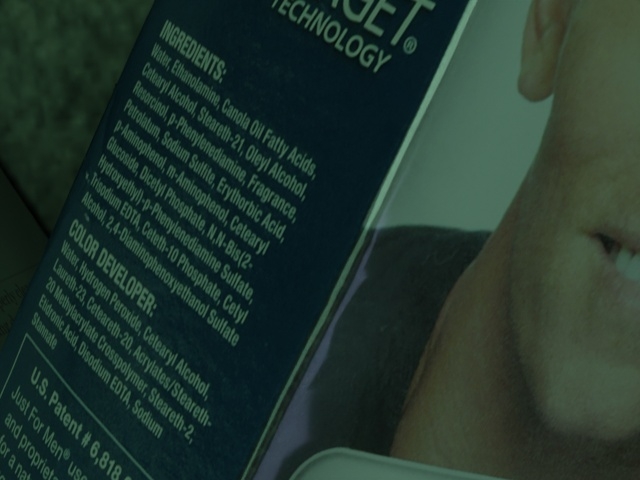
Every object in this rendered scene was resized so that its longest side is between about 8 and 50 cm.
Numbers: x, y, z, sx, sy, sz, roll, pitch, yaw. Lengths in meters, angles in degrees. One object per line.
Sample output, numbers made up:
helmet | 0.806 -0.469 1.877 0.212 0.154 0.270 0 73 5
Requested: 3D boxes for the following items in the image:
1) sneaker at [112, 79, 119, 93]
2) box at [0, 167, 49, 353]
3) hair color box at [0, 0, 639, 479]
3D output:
sneaker | 0.000 0.000 0.586 0.161 0.057 0.075 21 121 8
box | -0.200 0.066 0.579 0.215 0.168 0.345 -34 90 17
hair color box | 0.045 -0.007 0.417 0.105 0.174 0.347 39 108 48
